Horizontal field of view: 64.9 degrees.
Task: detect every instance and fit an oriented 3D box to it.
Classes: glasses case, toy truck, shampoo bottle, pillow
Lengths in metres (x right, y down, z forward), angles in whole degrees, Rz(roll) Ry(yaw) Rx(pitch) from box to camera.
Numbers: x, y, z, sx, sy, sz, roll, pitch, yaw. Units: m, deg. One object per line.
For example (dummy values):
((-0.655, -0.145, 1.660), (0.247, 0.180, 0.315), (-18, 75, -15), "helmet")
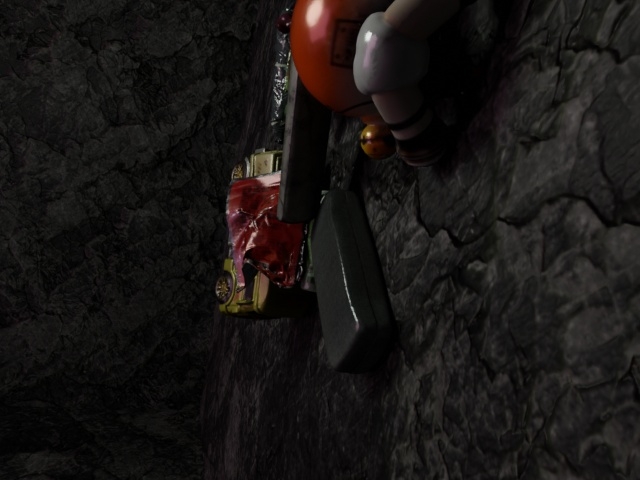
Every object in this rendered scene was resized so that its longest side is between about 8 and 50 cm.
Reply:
((0.042, 0.059, 0.847), (0.323, 0.074, 0.131), (-99, 23, -43), "glasses case")
((-0.105, -0.016, 1.174), (0.253, 0.180, 0.406), (-4, 76, 49), "toy truck")
((0.000, 0.000, 1.026), (0.065, 0.065, 0.205), (-162, 80, -73), "shampoo bottle")
((-0.028, -0.184, 0.912), (0.114, 0.060, 0.300), (-25, -53, -55), "glasses case")
((-0.066, -0.408, 1.264), (0.092, 0.161, 0.336), (16, 107, 29), "pillow")

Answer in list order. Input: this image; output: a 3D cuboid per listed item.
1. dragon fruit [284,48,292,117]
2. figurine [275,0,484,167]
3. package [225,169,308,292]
((0.008, -0.381, 1.031), (0.268, 0.129, 0.296), (-119, 39, -57), "dragon fruit")
((0.069, -0.272, 0.690), (0.323, 0.195, 0.320), (-130, 42, -54), "figurine")
((-0.113, -0.026, 1.037), (0.071, 0.193, 0.270), (55, -146, -70), "package")
